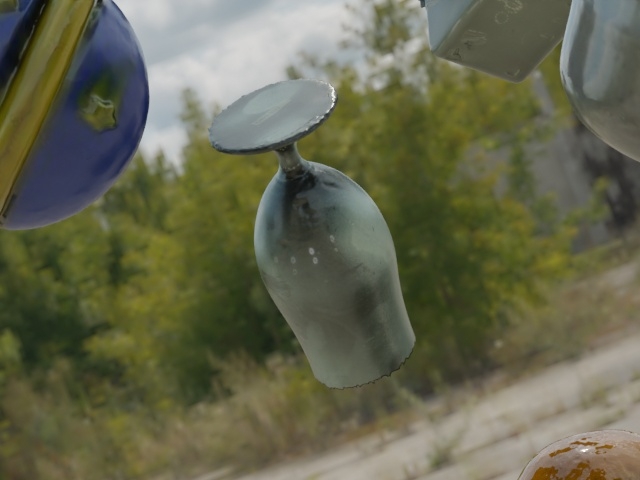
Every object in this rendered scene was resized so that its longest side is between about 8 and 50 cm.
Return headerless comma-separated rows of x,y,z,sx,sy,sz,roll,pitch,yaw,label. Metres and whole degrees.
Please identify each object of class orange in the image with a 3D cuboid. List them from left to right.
0.188,0.203,1.113,0.159,0.159,0.136,-20,-14,-28,orange

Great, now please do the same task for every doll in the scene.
-0.230,-0.062,0.934,0.311,0.242,0.159,-63,23,-4,doll

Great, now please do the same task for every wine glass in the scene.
0.000,0.000,1.138,0.093,0.202,0.093,-14,31,9,wine glass

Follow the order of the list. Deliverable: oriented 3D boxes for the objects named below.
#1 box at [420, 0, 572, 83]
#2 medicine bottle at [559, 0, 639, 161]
0.166,-0.216,1.491,0.124,0.093,0.172,16,-35,-18,box
0.265,-0.101,0.749,0.282,0.123,0.375,21,28,19,medicine bottle
